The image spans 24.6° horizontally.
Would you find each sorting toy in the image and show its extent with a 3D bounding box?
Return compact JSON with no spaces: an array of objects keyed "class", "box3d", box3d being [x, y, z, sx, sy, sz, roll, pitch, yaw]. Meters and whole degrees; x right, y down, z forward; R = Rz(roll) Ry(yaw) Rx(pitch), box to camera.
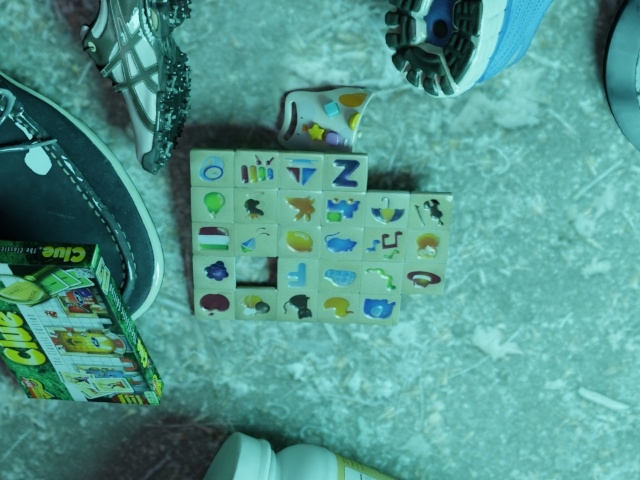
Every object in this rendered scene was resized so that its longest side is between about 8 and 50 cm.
[{"class":"sorting toy","box3d":[0.000,-0.101,1.327,0.075,0.045,0.083,17,113,14]}]

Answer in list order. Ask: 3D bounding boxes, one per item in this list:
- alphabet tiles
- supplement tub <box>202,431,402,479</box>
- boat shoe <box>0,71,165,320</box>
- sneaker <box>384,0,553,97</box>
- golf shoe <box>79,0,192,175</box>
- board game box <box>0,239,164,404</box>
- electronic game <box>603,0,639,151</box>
[{"class":"alphabet tiles","box3d":[0.000,0.000,1.351,0.237,0.009,0.198,2,128,-1]},{"class":"supplement tub","box3d":[0.025,0.330,1.397,0.316,0.228,0.228,24,110,-9]},{"class":"boat shoe","box3d":[-0.335,-0.091,1.266,0.187,0.156,0.500,-37,110,13]},{"class":"sneaker","box3d":[0.154,-0.282,1.199,0.130,0.147,0.330,33,123,31]},{"class":"golf shoe","box3d":[-0.164,-0.158,1.288,0.094,0.077,0.198,5,106,10]},{"class":"board game box","box3d":[-0.234,0.078,1.315,0.136,0.030,0.259,4,149,11]},{"class":"electronic game","box3d":[0.361,-0.161,1.289,0.229,0.048,0.229,-3,118,-5]}]
